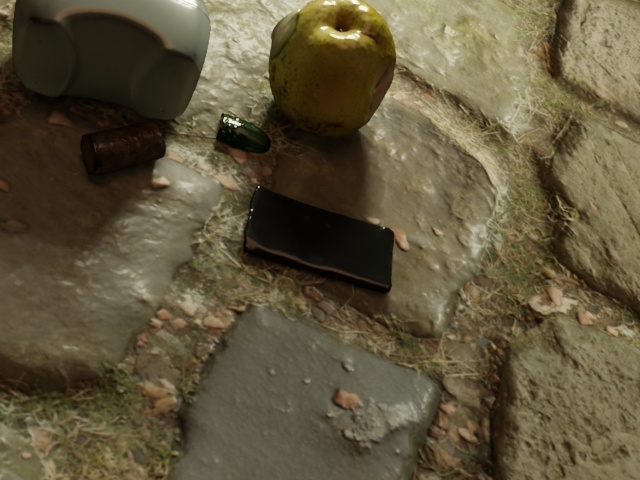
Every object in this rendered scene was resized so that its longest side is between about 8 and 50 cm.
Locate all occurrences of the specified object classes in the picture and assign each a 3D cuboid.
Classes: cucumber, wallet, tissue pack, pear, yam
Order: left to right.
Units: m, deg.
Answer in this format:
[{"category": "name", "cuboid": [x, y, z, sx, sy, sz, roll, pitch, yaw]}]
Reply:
[{"category": "tissue pack", "cuboid": [-0.371, -0.377, 1.547, 0.332, 0.229, 0.236, 11, 55, -17]}, {"category": "yam", "cuboid": [-0.345, -0.164, 1.512, 0.141, 0.079, 0.079, -19, 66, -33]}, {"category": "cucumber", "cuboid": [-0.143, -0.207, 1.656, 0.107, 0.035, 0.067, 19, 51, -13]}, {"category": "wallet", "cuboid": [0.000, 0.000, 1.579, 0.285, 0.030, 0.146, 17, 56, -11]}, {"category": "pear", "cuboid": [0.028, -0.341, 1.685, 0.271, 0.271, 0.271, 11, 54, -16]}]
